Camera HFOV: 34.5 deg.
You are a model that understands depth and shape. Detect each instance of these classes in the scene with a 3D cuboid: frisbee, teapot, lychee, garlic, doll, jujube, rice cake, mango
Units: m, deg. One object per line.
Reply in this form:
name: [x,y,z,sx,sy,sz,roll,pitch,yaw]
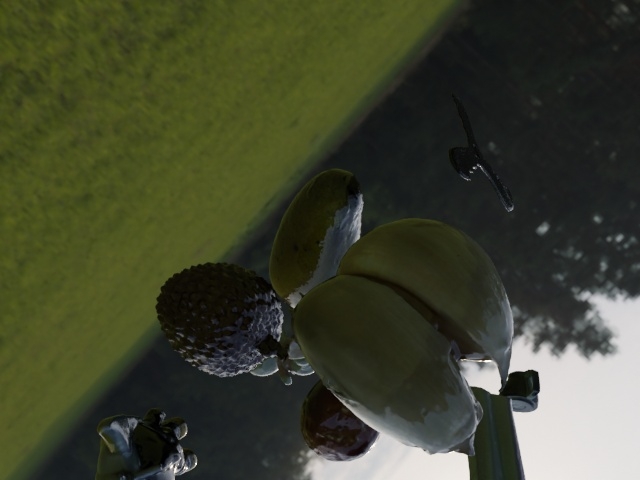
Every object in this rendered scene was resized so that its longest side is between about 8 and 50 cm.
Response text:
frisbee: [0.229,-0.141,1.554,0.012,0.187,0.211,-27,148,25]
teapot: [0.332,0.244,1.695,0.088,0.066,0.057,133,-26,-54]
lychee: [-0.152,0.128,1.662,0.200,0.238,0.200,-51,157,-33]
garlic: [0.100,0.117,1.325,0.286,0.249,0.313,-17,-156,-27]
doll: [-0.226,0.288,1.343,0.316,0.103,0.145,10,86,-82]
jujube: [0.053,0.354,2.143,0.190,0.190,0.255,-47,177,17]
doll: [-0.108,0.284,2.587,0.275,0.113,0.154,-1,-124,33]
rice cake: [0.235,0.287,1.386,0.221,0.080,0.042,-89,-164,-53]
mango: [-0.005,-0.004,1.868,0.176,0.176,0.329,-21,138,-29]
